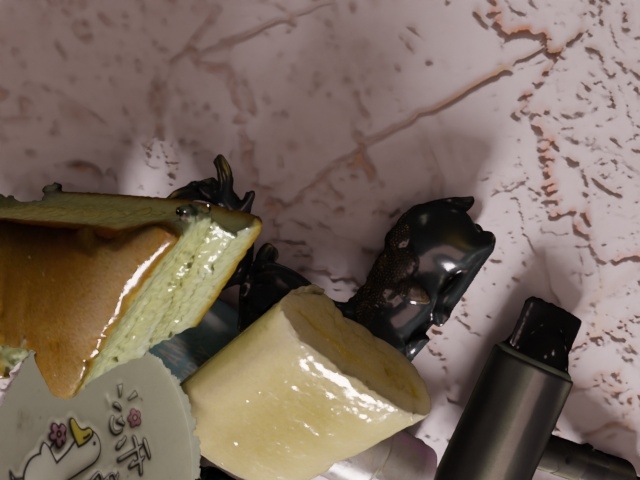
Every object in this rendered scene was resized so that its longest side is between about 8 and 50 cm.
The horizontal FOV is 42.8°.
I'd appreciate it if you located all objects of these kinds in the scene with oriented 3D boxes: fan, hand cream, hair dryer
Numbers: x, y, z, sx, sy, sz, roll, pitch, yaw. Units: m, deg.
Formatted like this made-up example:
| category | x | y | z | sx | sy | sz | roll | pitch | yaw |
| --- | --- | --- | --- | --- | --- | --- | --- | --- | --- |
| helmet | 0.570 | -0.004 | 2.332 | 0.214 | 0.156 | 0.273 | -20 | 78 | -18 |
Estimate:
| category | x | y | z | sx | sy | sz | roll | pitch | yaw |
| --- | --- | --- | --- | --- | --- | --- | --- | --- | --- |
| fan | -0.253 | 0.225 | 0.677 | 0.414 | 0.233 | 0.012 | -32 | 155 | 22 |
| hand cream | -0.041 | 0.130 | 0.699 | 0.312 | 0.070 | 0.111 | 32 | 105 | -12 |
| hair dryer | 0.237 | 0.177 | 0.755 | 0.248 | 0.078 | 0.196 | 24 | 91 | -29 |

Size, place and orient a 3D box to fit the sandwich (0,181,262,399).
| category | x | y | z | sx | sy | sz | roll | pitch | yaw |
| --- | --- | --- | --- | --- | --- | --- | --- | --- | --- |
| sandwich | -0.151 | 0.027 | 0.561 | 0.235 | 0.122 | 0.128 | 6 | 112 | 39 |

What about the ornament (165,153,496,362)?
| category | x | y | z | sx | sy | sz | roll | pitch | yaw |
| --- | --- | --- | --- | --- | --- | --- | --- | --- | --- |
| ornament | 0.000 | 0.000 | 0.646 | 0.236 | 0.080 | 0.202 | 35 | 91 | -12 |

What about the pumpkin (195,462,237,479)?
| category | x | y | z | sx | sy | sz | roll | pitch | yaw |
| --- | --- | --- | --- | --- | --- | --- | --- | --- | --- |
| pumpkin | -0.135 | 0.275 | 0.702 | 0.194 | 0.150 | 0.194 | 10 | 111 | 26 |

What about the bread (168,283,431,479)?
| category | x | y | z | sx | sy | sz | roll | pitch | yaw |
| --- | --- | --- | --- | --- | --- | --- | --- | --- | --- |
| bread | -0.024 | 0.118 | 0.610 | 0.139 | 0.060 | 0.178 | 38 | 129 | -17 |
